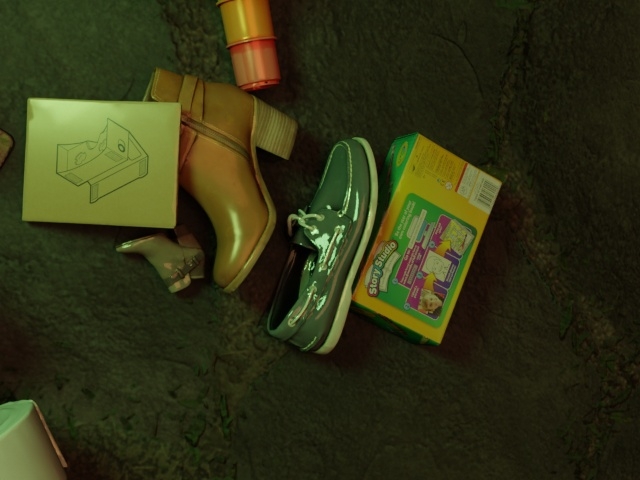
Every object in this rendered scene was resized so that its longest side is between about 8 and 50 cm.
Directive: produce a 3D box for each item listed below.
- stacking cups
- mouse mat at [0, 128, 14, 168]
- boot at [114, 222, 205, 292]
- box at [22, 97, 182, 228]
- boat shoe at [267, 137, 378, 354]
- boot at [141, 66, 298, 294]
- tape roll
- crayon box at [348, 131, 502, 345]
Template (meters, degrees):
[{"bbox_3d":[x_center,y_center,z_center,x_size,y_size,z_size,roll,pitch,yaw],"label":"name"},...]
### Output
[{"bbox_3d":[-0.109,-0.372,1.454,0.096,0.096,0.316,-15,97,-24],"label":"stacking cups"},{"bbox_3d":[-0.506,-0.116,1.305,0.190,0.007,0.152,32,76,-19],"label":"mouse mat"},{"bbox_3d":[-0.214,0.030,1.410,0.118,0.042,0.087,-19,97,-23],"label":"boot"},{"bbox_3d":[-0.285,-0.102,1.346,0.201,0.021,0.164,3,91,0],"label":"box"},{"bbox_3d":[0.000,0.000,1.467,0.099,0.116,0.319,14,87,-27],"label":"boat shoe"},{"bbox_3d":[-0.164,-0.086,1.399,0.220,0.109,0.283,20,80,-21],"label":"boot"},{"bbox_3d":[-0.437,0.292,1.167,0.286,0.286,0.100,-28,98,-23],"label":"tape roll"},{"bbox_3d":[0.144,-0.001,1.549,0.165,0.081,0.278,28,77,-20],"label":"crayon box"}]
